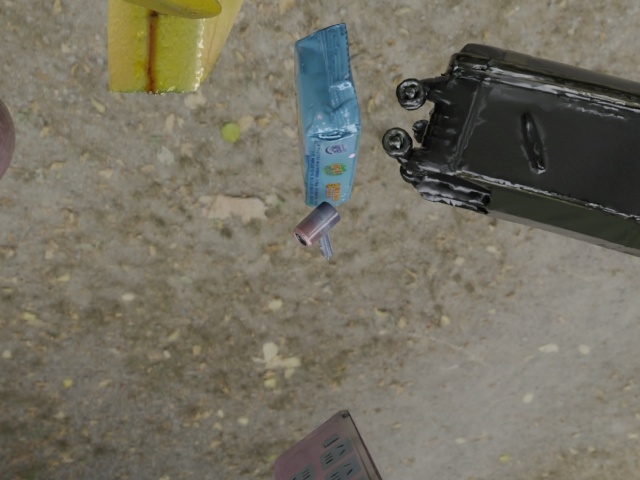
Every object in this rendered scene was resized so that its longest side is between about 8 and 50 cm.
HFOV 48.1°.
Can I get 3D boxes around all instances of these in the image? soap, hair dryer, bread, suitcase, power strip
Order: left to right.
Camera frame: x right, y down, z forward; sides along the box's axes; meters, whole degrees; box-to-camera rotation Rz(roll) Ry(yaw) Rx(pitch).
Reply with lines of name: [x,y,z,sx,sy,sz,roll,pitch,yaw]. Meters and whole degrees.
bread: [-0.163,-0.311,0.916,0.167,0.264,0.163,8,-172,29]
hair dryer: [0.000,0.000,1.034,0.063,0.037,0.114,-43,149,-18]
soap: [0.006,-0.157,1.011,0.077,0.156,0.293,-6,159,-3]
power strip: [0.013,0.249,0.691,0.109,0.279,0.037,-36,100,-2]
suitcase: [0.312,-0.099,0.893,0.433,0.194,0.283,18,-179,13]

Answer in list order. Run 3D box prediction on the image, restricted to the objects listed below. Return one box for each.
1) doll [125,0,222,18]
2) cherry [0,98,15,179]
doll: [-0.119,-0.190,0.284,0.316,0.103,0.146,1,101,-46]
cherry: [-0.501,-0.127,0.854,0.206,0.239,0.239,-25,141,34]
